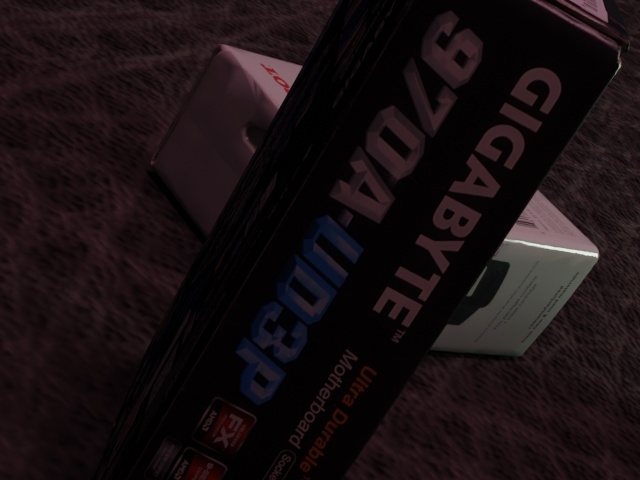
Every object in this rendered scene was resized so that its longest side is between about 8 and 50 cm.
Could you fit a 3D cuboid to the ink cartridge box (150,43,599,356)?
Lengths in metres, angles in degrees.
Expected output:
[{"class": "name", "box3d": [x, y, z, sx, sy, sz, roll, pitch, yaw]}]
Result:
[{"class": "ink cartridge box", "box3d": [0.026, -0.015, 0.693, 0.175, 0.072, 0.127, 8, 33, -47]}]

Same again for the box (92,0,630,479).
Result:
[{"class": "box", "box3d": [0.000, 0.000, 0.429, 0.051, 0.220, 0.175, 28, 22, -7]}]
